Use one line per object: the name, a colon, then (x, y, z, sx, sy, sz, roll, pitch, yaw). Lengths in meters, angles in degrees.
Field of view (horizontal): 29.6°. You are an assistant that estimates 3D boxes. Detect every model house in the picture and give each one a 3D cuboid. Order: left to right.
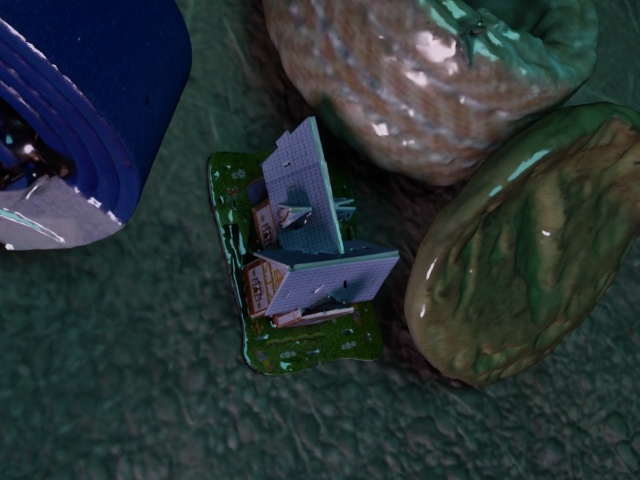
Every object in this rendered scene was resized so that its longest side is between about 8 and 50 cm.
model house: (0.000, 0.000, 0.823, 0.117, 0.088, 0.167, -5, 78, -28)

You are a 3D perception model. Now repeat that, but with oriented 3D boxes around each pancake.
pancake: (0.154, 0.004, 0.861, 0.242, 0.242, 0.050, -18, 43, -30)

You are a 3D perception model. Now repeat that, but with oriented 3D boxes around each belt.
belt: (-0.235, -0.133, 0.653, 0.347, 0.212, 0.117, 37, 49, -27)

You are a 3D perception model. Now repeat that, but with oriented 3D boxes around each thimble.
thimble: (0.078, -0.164, 0.852, 0.196, 0.148, 0.229, -8, 66, -41)
